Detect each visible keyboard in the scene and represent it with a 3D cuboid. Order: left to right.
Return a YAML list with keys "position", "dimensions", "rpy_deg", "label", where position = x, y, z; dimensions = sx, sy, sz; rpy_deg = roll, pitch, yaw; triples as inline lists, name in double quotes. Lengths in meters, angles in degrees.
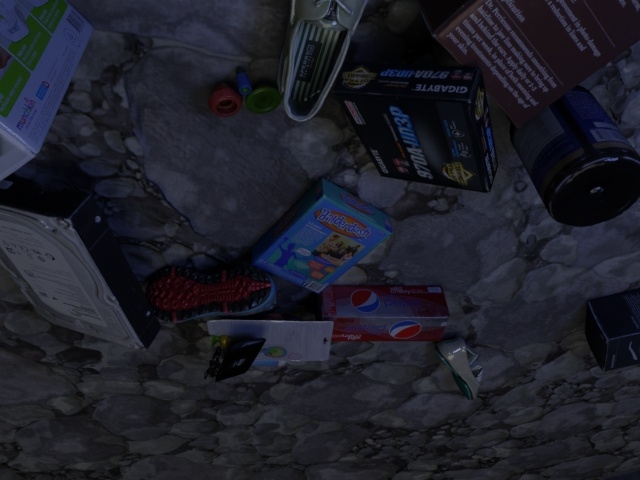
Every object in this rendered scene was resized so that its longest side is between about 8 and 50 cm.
- position: [-0.174, 0.226, 1.060]
  dimensions: [0.100, 0.038, 0.192]
  rpy_deg: [-11, 152, -27]
  label: "keyboard"

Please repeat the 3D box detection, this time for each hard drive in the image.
- position: [-0.422, 0.045, 0.893]
  dimensions: [0.236, 0.064, 0.339]
  rpy_deg: [13, 141, 16]
  label: "hard drive"

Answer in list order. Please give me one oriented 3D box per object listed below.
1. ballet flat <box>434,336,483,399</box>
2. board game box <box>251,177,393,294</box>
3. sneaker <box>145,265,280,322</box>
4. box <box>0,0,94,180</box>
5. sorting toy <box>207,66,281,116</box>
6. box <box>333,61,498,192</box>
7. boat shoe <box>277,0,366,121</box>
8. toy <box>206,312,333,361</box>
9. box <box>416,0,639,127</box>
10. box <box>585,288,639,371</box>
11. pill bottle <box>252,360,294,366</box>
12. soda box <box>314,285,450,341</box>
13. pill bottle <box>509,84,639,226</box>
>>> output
- position: [0.355, 0.311, 1.324]
  dimensions: [0.086, 0.086, 0.248]
  rpy_deg: [-21, 134, 16]
  label: "ballet flat"
- position: [0.000, 0.000, 0.968]
  dimensions: [0.160, 0.047, 0.210]
  rpy_deg: [27, 128, -30]
  label: "board game box"
- position: [-0.202, 0.113, 1.022]
  dimensions: [0.261, 0.104, 0.125]
  rpy_deg: [-1, 161, 15]
  label: "sneaker"
- position: [-0.380, -0.213, 0.541]
  dimensions: [0.126, 0.262, 0.231]
  rpy_deg: [-26, 134, 21]
  label: "box"
- position: [-0.107, -0.207, 0.748]
  dimensions: [0.101, 0.042, 0.061]
  rpy_deg: [-10, 154, -13]
  label: "sorting toy"
- position: [0.136, -0.147, 0.727]
  dimensions: [0.175, 0.051, 0.220]
  rpy_deg: [13, 163, 27]
  label: "box"
- position: [0.014, -0.278, 0.638]
  dimensions: [0.109, 0.094, 0.302]
  rpy_deg: [5, 136, -12]
  label: "boat shoe"
- position: [-0.099, 0.183, 1.075]
  dimensions: [0.237, 0.056, 0.137]
  rpy_deg: [-1, 137, -6]
  label: "toy"
- position: [0.311, -0.328, 0.592]
  dimensions: [0.191, 0.143, 0.381]
  rpy_deg: [32, 127, -33]
  label: "box"
- position: [0.717, 0.192, 1.211]
  dimensions: [0.207, 0.108, 0.153]
  rpy_deg: [-14, 137, 9]
  label: "box"
- position: [-0.119, 0.226, 1.166]
  dimensions: [0.160, 0.087, 0.087]
  rpy_deg: [5, 136, -12]
  label: "pill bottle"
- position: [0.123, 0.150, 1.116]
  dimensions: [0.263, 0.083, 0.092]
  rpy_deg: [2, 137, -7]
  label: "soda box"
- position: [0.332, -0.134, 0.737]
  dimensions: [0.122, 0.219, 0.123]
  rpy_deg: [-3, 137, -3]
  label: "pill bottle"
